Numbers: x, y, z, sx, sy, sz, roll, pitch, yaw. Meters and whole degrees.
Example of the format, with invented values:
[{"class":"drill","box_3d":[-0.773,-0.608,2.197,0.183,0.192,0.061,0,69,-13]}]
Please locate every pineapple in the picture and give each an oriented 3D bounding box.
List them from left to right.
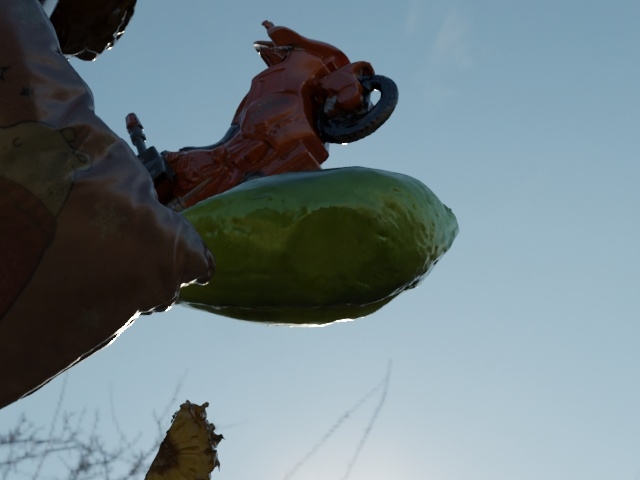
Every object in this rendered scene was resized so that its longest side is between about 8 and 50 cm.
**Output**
[{"class":"pineapple","box_3d":[-0.088,0.145,0.663,0.045,0.019,0.083,25,-78,0]}]

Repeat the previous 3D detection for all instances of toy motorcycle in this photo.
[{"class":"toy motorcycle","box_3d":[-0.078,-0.109,1.092,0.325,0.221,0.148,-33,-50,6]}]

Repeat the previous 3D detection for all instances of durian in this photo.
[{"class":"durian","box_3d":[0.000,0.000,0.695,0.250,0.139,0.101,-11,-80,-21]}]

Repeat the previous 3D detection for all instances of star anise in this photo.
[{"class":"star anise","box_3d":[-0.318,-0.216,1.175,0.237,0.148,0.346,-44,-4,-47]}]

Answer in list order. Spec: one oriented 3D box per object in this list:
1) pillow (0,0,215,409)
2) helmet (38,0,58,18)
[{"class":"pillow","box_3d":[-0.204,-0.012,0.551,0.223,0.236,0.084,-33,3,-13]},{"class":"helmet","box_3d":[-0.303,-0.235,0.752,0.230,0.337,0.385,44,-69,2]}]
